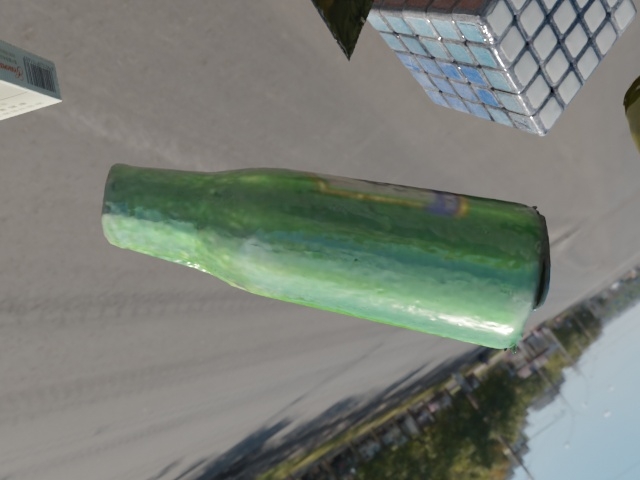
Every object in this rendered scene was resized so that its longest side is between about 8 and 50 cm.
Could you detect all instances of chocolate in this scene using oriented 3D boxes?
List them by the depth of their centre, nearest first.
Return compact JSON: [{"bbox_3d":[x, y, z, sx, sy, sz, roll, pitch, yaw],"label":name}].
[{"bbox_3d":[0.000,0.000,0.613,0.291,0.110,0.110,11,158,-2],"label":"chocolate"}]

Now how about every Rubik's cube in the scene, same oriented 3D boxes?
[{"bbox_3d":[0.243,-0.317,1.228,0.238,0.237,0.237,-54,130,-8],"label":"Rubik's cube"}]

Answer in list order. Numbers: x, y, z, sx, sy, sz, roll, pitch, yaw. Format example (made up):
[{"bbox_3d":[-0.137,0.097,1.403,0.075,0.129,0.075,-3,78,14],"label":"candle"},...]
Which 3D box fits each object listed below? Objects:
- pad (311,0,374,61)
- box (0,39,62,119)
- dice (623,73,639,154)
[{"bbox_3d":[0.018,-0.354,0.724,0.007,0.247,0.367,-5,-131,34],"label":"pad"},{"bbox_3d":[-0.303,-0.136,0.764,0.100,0.048,0.152,-16,177,13],"label":"box"},{"bbox_3d":[0.425,-0.096,0.791,0.238,0.233,0.227,-29,-173,29],"label":"dice"}]
